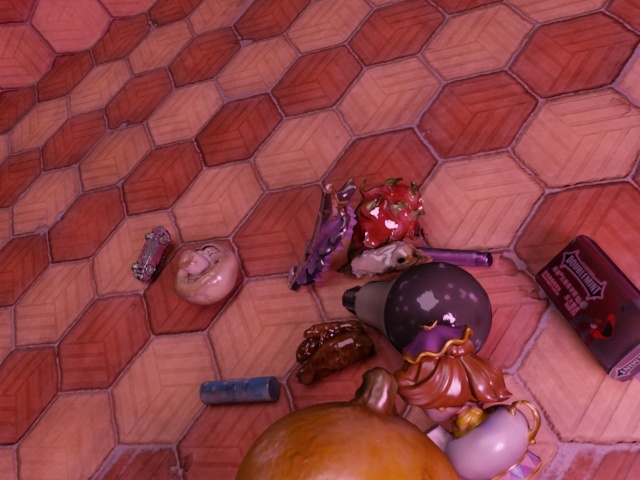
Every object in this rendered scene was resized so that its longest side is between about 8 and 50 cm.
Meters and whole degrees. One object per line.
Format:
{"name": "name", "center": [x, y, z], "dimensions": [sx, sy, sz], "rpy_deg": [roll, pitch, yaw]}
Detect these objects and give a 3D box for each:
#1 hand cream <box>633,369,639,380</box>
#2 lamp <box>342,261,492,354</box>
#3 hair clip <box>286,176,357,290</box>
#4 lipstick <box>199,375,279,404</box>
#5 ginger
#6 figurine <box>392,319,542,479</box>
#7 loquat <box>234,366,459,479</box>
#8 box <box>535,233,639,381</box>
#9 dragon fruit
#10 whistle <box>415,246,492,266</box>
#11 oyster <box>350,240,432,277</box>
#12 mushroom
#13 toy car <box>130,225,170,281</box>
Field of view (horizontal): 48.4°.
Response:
{"name": "hand cream", "center": [0.544, 0.173, 1.066], "dimensions": [0.142, 0.053, 0.084], "rpy_deg": [-44, 41, 6]}
{"name": "lamp", "center": [0.172, 0.132, 1.268], "dimensions": [0.182, 0.182, 0.314], "rpy_deg": [-54, 15, -18]}
{"name": "hair clip", "center": [0.000, 0.000, 1.428], "dimensions": [0.292, 0.085, 0.106], "rpy_deg": [-63, 33, 36]}
{"name": "lipstick", "center": [-0.158, 0.291, 1.377], "dimensions": [0.158, 0.048, 0.048], "rpy_deg": [-9, 50, 25]}
{"name": "ginger", "center": [0.015, 0.197, 1.334], "dimensions": [0.162, 0.073, 0.103], "rpy_deg": [-28, 44, 8]}
{"name": "figurine", "center": [0.212, 0.242, 1.061], "dimensions": [0.190, 0.142, 0.263], "rpy_deg": [-37, 83, 26]}
{"name": "loquat", "center": [0.045, 0.353, 0.997], "dimensions": [0.329, 0.328, 0.359], "rpy_deg": [16, 89, 38]}
{"name": "box", "center": [0.450, 0.103, 1.139], "dimensions": [0.120, 0.069, 0.224], "rpy_deg": [-48, 39, 22]}
{"name": "dragon fruit", "center": [0.110, -0.028, 1.433], "dimensions": [0.236, 0.135, 0.137], "rpy_deg": [-49, 32, 19]}
{"name": "whistle", "center": [0.242, 0.032, 1.366], "dimensions": [0.177, 0.033, 0.033], "rpy_deg": [4, 57, 33]}
{"name": "oyster", "center": [0.123, 0.037, 1.346], "dimensions": [0.122, 0.045, 0.146], "rpy_deg": [28, 51, 35]}
{"name": "mushroom", "center": [-0.256, 0.068, 1.568], "dimensions": [0.154, 0.122, 0.154], "rpy_deg": [-22, 42, 21]}
{"name": "toy car", "center": [-0.407, 0.034, 1.731], "dimensions": [0.069, 0.055, 0.142], "rpy_deg": [6, 68, 44]}
